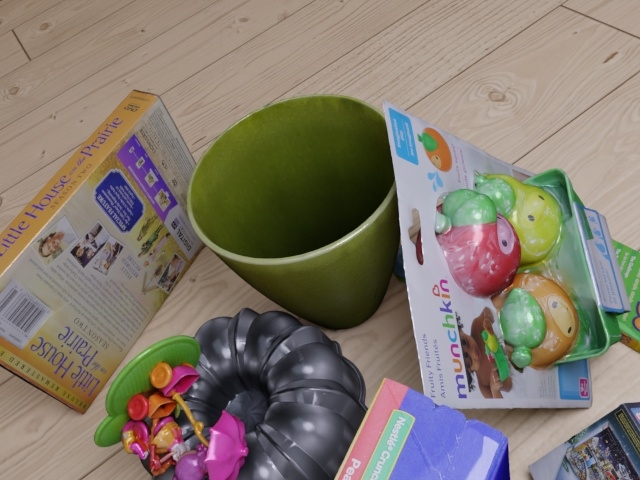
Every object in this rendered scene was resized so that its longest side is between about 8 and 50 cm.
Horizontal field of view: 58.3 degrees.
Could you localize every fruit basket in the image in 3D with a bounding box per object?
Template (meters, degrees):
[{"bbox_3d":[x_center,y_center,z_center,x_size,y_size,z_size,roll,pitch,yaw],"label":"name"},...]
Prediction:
[{"bbox_3d":[0.217,0.025,0.662,0.165,0.353,0.327,-22,63,38],"label":"fruit basket"}]

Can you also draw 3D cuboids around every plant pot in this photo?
[{"bbox_3d":[0.000,0.000,0.806,0.275,0.293,0.275,-9,52,11],"label":"plant pot"}]

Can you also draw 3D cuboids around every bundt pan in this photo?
[{"bbox_3d":[-0.101,0.231,0.776,0.331,0.124,0.331,-8,52,11],"label":"bundt pan"}]

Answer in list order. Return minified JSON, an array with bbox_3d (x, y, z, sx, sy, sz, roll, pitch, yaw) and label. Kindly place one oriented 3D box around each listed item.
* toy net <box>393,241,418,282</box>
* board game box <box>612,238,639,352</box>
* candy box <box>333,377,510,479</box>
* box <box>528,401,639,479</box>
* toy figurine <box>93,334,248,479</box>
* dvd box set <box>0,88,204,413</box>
[{"bbox_3d":[0.191,0.081,0.848,0.122,0.045,0.232,-19,53,1],"label":"toy net"},{"bbox_3d":[0.394,0.055,0.807,0.124,0.039,0.259,-44,51,-15],"label":"board game box"},{"bbox_3d":[0.077,0.322,0.524,0.122,0.317,0.268,18,61,28],"label":"candy box"},{"bbox_3d":[0.322,0.304,0.569,0.044,0.159,0.233,6,46,-27],"label":"box"},{"bbox_3d":[-0.161,0.226,0.660,0.159,0.130,0.173,40,95,26],"label":"toy figurine"},{"bbox_3d":[-0.327,0.024,0.883,0.062,0.307,0.420,19,62,24],"label":"dvd box set"}]
